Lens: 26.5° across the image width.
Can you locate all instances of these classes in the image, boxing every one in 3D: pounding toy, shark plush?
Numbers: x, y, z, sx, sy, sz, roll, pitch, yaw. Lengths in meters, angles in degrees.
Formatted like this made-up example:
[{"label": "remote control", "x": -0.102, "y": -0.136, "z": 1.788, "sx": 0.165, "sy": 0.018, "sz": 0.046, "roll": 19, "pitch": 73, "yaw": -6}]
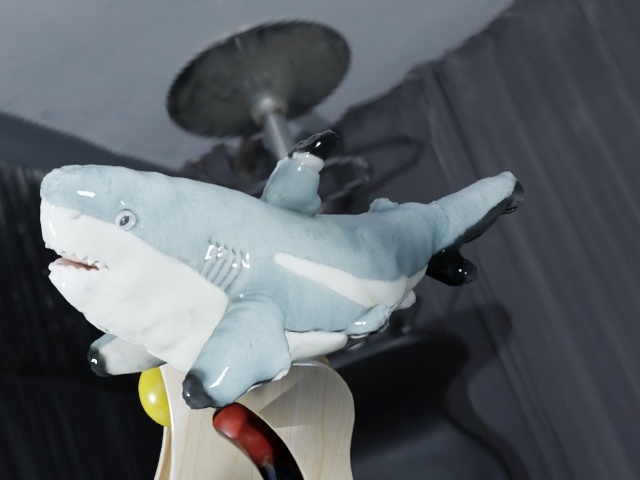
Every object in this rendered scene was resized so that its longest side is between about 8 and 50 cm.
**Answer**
[{"label": "pounding toy", "x": -0.064, "y": 0.168, "z": 0.759, "sx": 0.154, "sy": 0.269, "sz": 0.155, "roll": -4, "pitch": -172, "yaw": -9}, {"label": "shark plush", "x": 0.000, "y": 0.000, "z": 0.398, "sx": 0.161, "sy": 0.067, "sz": 0.073, "roll": -10, "pitch": -171, "yaw": -20}]
